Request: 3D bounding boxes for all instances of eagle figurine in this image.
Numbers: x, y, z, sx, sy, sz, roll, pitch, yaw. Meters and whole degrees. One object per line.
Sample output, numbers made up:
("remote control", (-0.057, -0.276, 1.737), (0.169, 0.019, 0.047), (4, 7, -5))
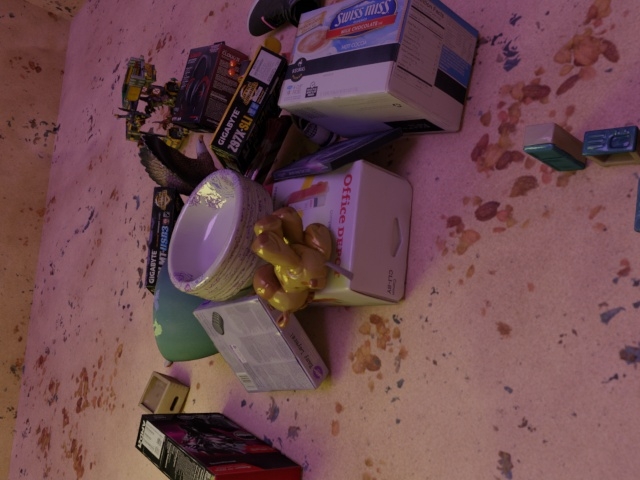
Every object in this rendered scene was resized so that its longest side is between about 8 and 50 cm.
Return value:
("eagle figurine", (-0.363, -0.203, 1.748), (0.225, 0.298, 0.226), (-113, 31, -43))

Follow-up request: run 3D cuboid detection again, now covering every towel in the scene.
("towel", (-0.166, -0.173, 1.598), (0.329, 0.037, 0.237), (-63, 1, 14))

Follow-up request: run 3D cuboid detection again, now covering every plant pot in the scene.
("plant pot", (-0.280, 0.173, 1.588), (0.195, 0.290, 0.290), (2, 75, 10))

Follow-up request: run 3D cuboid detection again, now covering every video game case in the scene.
("video game case", (0.030, -0.190, 1.371), (0.274, 0.196, 0.026), (3, 119, 60))

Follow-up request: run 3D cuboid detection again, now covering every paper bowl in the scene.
("paper bowl", (-0.204, -0.003, 1.361), (0.284, 0.148, 0.284), (-29, 48, 38))

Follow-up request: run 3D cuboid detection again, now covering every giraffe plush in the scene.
("giraffe plush", (-0.061, 0.065, 1.207), (0.210, 0.181, 0.170), (41, 127, 10))

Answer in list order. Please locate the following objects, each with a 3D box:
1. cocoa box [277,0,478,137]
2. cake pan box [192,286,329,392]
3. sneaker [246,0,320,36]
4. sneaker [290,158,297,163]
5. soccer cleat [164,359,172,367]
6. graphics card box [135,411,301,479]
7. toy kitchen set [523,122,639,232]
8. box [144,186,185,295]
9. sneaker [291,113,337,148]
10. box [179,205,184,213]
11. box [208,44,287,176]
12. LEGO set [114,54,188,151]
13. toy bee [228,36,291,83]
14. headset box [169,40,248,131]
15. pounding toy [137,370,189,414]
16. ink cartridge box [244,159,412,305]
("cocoa box", (0.118, -0.368, 1.317), (0.347, 0.231, 0.228), (8, 83, 49))
("cake pan box", (-0.136, 0.234, 1.399), (0.245, 0.267, 0.070), (-17, 20, 45))
("sneaker", (-0.111, -0.657, 1.774), (0.295, 0.104, 0.147), (-29, 52, 35))
("sneaker", (-0.049, -0.189, 1.607), (0.037, 0.032, 0.083), (-42, 52, 13))
("soccer cleat", (-0.463, 0.358, 1.878), (0.083, 0.035, 0.029), (-49, 46, 25))
("graphics card box", (-0.247, 0.504, 1.430), (0.371, 0.232, 0.094), (9, 88, 50))
("toy kitchen set", (0.431, -0.094, 0.953), (0.207, 0.122, 0.166), (1, 77, 49))
("box", (-0.443, 0.028, 1.816), (0.295, 0.073, 0.293), (99, 171, -73))
("sneaker", (-0.037, -0.326, 1.586), (0.090, 0.094, 0.235), (-59, 38, 21))
("box", (-0.301, -0.057, 1.741), (0.116, 0.162, 0.029), (13, 83, 49))
("box", (-0.167, -0.297, 1.504), (0.322, 0.079, 0.257), (142, 153, -87))
("LEGO set", (-0.568, -0.484, 2.123), (0.192, 0.255, 0.331), (131, 144, -49))
("toy bee", (-0.170, -0.461, 1.734), (0.298, 0.162, 0.195), (-32, 56, 38))
("headset box", (-0.363, -0.506, 2.005), (0.218, 0.110, 0.293), (15, 88, 50))
("pounding toy", (-0.461, 0.475, 1.805), (0.130, 0.100, 0.141), (12, 75, 49))
("ink cartridge box", (0.000, 0.000, 1.379), (0.384, 0.160, 0.279), (-9, 70, 47))
